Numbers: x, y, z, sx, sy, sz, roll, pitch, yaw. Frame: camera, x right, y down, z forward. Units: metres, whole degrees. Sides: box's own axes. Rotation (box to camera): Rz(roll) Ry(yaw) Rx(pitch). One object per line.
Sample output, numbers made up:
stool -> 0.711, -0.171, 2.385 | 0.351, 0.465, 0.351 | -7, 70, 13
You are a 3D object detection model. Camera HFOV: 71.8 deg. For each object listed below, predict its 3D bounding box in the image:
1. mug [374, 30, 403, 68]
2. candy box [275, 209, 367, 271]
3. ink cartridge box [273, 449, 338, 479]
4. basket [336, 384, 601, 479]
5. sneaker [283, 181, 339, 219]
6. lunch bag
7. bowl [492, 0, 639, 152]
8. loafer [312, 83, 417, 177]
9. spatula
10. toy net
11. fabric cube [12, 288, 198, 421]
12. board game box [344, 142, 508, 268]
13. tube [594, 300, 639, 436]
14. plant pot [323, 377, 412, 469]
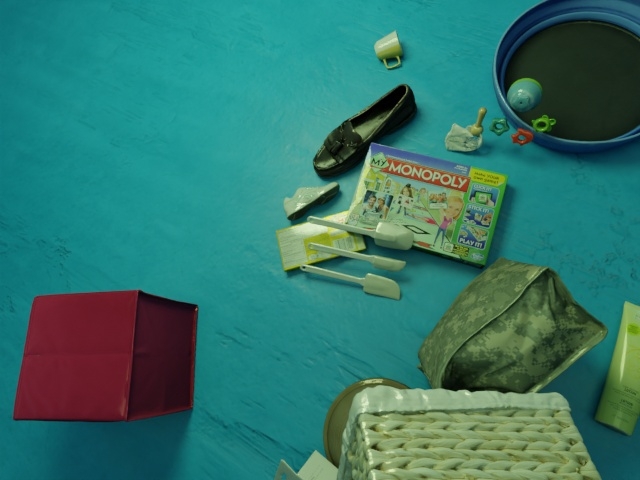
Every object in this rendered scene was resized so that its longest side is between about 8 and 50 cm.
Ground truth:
mug -> 0.175, -0.493, 1.142 | 0.064, 0.062, 0.078 | -15, 65, 18
candy box -> 0.000, 0.000, 1.062 | 0.205, 0.027, 0.105 | -15, 70, 9
ink cartridge box -> 0.007, 0.497, 0.867 | 0.198, 0.115, 0.067 | 33, 40, 20
basket -> 0.197, 0.419, 0.636 | 0.330, 0.329, 0.267 | 3, 34, -4
sneaker -> -0.026, -0.111, 1.087 | 0.152, 0.054, 0.061 | -27, 67, 6
lunch bag -> 0.312, 0.182, 0.808 | 0.287, 0.235, 0.169 | -42, 88, 4
bowl -> 0.591, -0.376, 0.991 | 0.390, 0.077, 0.392 | -4, 74, 14
loafer -> 0.099, -0.274, 1.078 | 0.302, 0.095, 0.109 | -36, 69, 2
spatula -> 0.076, 0.029, 0.997 | 0.241, 0.019, 0.168 | 14, 111, 14
toy net -> 0.388, -0.252, 0.982 | 0.122, 0.232, 0.045 | 47, 52, -15
fabric cube -> -0.454, 0.256, 0.986 | 0.257, 0.254, 0.259 | -6, 73, 13
board game box -> 0.235, -0.084, 1.001 | 0.317, 0.046, 0.214 | 16, 80, 13
tube -> 0.584, 0.239, 0.829 | 0.070, 0.062, 0.240 | 33, 77, -20
plant pot -> 0.114, 0.396, 0.877 | 0.237, 0.110, 0.238 | -4, 73, 13
